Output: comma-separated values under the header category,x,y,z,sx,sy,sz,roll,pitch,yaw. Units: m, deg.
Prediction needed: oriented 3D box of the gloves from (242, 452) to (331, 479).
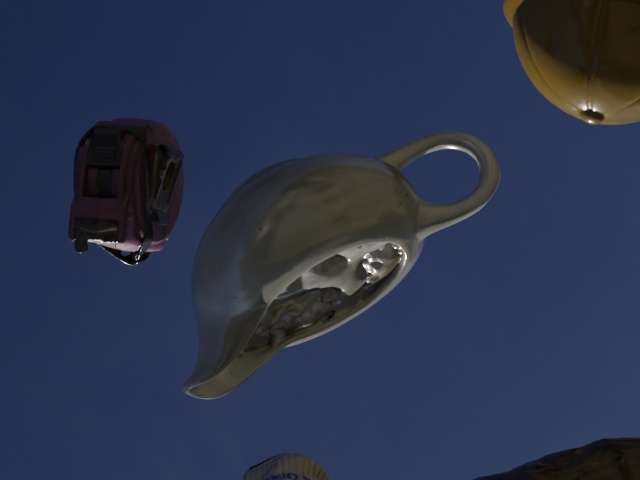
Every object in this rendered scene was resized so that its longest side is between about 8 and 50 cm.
category,x,y,z,sx,sy,sz,roll,pitch,yaw
gloves,-0.028,0.247,1.461,0.119,0.097,0.229,31,-152,-14

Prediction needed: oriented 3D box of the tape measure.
category,x,y,z,sx,sy,sz,roll,pitch,yaw
tape measure,-0.163,-0.042,1.558,0.118,0.074,0.125,13,-97,-71

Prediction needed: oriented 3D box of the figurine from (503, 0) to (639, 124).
category,x,y,z,sx,sy,sz,roll,pitch,yaw
figurine,0.253,-0.226,1.558,0.167,0.192,0.257,-11,-72,-47

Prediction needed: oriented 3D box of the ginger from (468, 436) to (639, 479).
category,x,y,z,sx,sy,sz,roll,pitch,yaw
ginger,0.098,0.230,1.188,0.333,0.166,0.080,-55,-39,-41

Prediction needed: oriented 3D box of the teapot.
category,x,y,z,sx,sy,sz,roll,pitch,yaw
teapot,0.000,0.000,1.077,0.092,0.226,0.145,59,-175,22
